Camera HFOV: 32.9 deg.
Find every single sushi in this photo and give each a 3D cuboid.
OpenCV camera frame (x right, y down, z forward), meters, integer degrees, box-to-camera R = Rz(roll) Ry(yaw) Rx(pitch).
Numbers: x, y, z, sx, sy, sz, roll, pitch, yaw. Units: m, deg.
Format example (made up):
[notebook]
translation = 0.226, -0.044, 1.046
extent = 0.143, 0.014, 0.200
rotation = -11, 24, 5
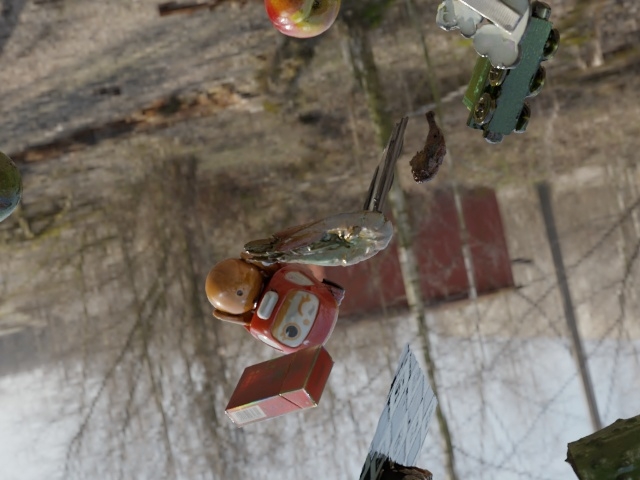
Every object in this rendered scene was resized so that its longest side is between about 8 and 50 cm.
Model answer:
[sushi]
translation = 0.087, 0.263, 1.106
extent = 0.050, 0.264, 0.290
rotation = 17, 167, 18

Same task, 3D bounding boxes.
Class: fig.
[fig]
translation = -0.539, -0.075, 1.677
extent = 0.123, 0.123, 0.156
rotation = -10, 174, -40

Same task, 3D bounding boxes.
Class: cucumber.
[cucumber]
translation = 0.479, 0.298, 1.533
extent = 0.244, 0.134, 0.134
rotation = -29, 175, 10

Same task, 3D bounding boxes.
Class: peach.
[peach]
translation = -0.049, -0.573, 2.551
extent = 0.190, 0.190, 0.192
rotation = -11, -156, -23

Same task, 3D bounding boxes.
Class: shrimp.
[shrimp]
translation = -0.001, -0.001, 1.866
extent = 0.267, 0.061, 0.145
rotation = -4, 150, -11

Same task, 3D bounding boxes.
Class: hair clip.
[hair clip]
translation = 0.217, -0.315, 1.449
extent = 0.049, 0.172, 0.116
rotation = -32, 155, -57

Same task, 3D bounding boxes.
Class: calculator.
[calculator]
translation = 0.117, -0.106, 2.145
extent = 0.028, 0.274, 0.166
rotation = 20, 146, -3

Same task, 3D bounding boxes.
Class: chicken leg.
[chicken leg]
translation = 0.199, -0.168, 1.971
extent = 0.062, 0.145, 0.037
rotation = 12, 163, 28

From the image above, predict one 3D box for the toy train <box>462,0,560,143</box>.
[toy train]
translation = 0.287, -0.267, 1.671
extent = 0.090, 0.226, 0.137
rotation = 12, -159, -19

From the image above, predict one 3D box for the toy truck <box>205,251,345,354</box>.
[toy truck]
translation = -0.106, 0.131, 2.300
extent = 0.264, 0.189, 0.239
rotation = 28, -174, 34

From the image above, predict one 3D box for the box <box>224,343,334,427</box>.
[box]
translation = -0.070, 0.247, 1.837
extent = 0.175, 0.048, 0.112
rotation = -21, -153, 31
